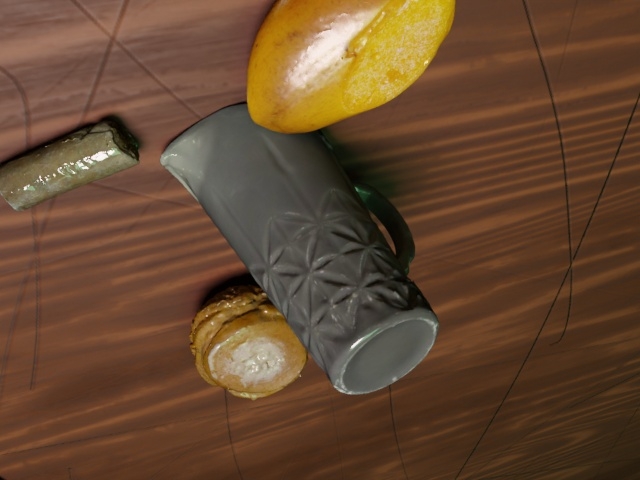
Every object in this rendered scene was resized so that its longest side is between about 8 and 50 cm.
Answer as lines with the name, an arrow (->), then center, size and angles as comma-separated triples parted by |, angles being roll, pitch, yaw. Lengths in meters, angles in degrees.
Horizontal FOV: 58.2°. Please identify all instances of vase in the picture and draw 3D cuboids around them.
vase -> 0.000, 0.000, 0.568 | 0.250, 0.301, 0.156 | -1, 130, -33

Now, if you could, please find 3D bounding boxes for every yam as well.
yam -> -0.246, -0.073, 0.557 | 0.132, 0.054, 0.054 | -23, 134, -2

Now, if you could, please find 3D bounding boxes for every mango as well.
mango -> 0.019, -0.184, 0.538 | 0.217, 0.102, 0.141 | -40, 142, 8

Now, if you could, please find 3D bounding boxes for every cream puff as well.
cream puff -> -0.093, 0.125, 0.747 | 0.150, 0.115, 0.165 | -31, 124, -4
